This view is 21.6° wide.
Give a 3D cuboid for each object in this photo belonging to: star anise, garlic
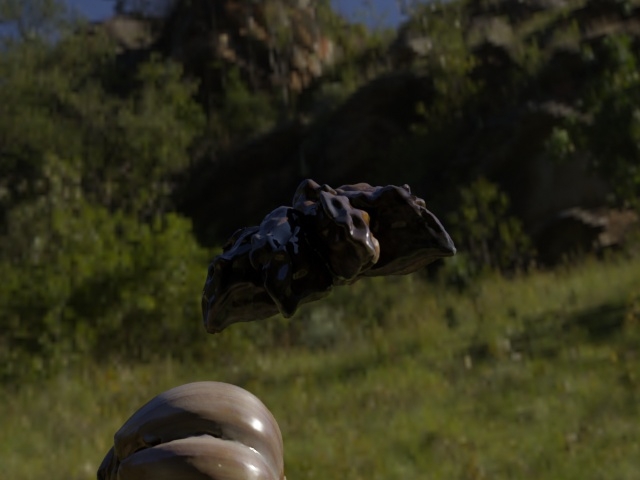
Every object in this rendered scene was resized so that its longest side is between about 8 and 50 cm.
[{"bbox_3d":[0.001,0.000,1.458,0.223,0.109,0.236,-16,2,-43],"label":"star anise"},{"bbox_3d":[-0.108,0.208,1.605,0.191,0.214,0.160,17,-46,-11],"label":"garlic"}]
